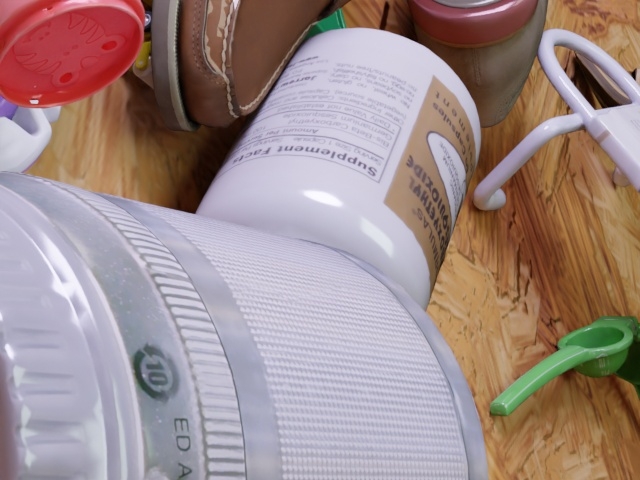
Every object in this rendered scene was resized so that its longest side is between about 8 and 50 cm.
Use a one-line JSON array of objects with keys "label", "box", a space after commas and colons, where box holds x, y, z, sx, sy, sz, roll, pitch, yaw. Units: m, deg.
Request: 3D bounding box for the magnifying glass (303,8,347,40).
[{"label": "magnifying glass", "box": [-0.004, -0.142, 1.026, 0.231, 0.026, 0.092, 62, 34, -14]}]

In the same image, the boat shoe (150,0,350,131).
[{"label": "boat shoe", "box": [-0.007, -0.183, 0.896, 0.111, 0.104, 0.307, 80, 22, -53]}]

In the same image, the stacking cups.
[{"label": "stacking cups", "box": [-0.159, -0.192, 0.635, 0.096, 0.096, 0.316, 16, 40, -54]}]

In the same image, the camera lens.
[{"label": "camera lens", "box": [-0.083, 0.094, 0.599, 0.274, 0.219, 0.219, 13, 64, -55]}]

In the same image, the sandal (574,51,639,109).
[{"label": "sandal", "box": [0.272, -0.111, 1.341, 0.180, 0.049, 0.072, 49, -7, 49]}]

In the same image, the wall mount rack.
[{"label": "wall mount rack", "box": [0.270, 0.003, 1.222, 0.350, 0.130, 0.304, 53, 32, 17]}]

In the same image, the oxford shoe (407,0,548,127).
[{"label": "oxford shoe", "box": [0.116, -0.229, 1.199, 0.130, 0.123, 0.348, 79, 19, -45]}]

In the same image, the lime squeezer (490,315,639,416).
[{"label": "lime squeezer", "box": [0.213, 0.107, 1.232, 0.310, 0.059, 0.110, 25, 87, -51]}]

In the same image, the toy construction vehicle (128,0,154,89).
[{"label": "toy construction vehicle", "box": [-0.107, -0.131, 0.854, 0.086, 0.035, 0.098, 32, 52, -61]}]

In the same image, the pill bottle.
[{"label": "pill bottle", "box": [0.000, 0.000, 0.858, 0.131, 0.131, 0.229, 55, 36, -26]}]

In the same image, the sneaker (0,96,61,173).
[{"label": "sneaker", "box": [-0.143, -0.131, 0.716, 0.236, 0.095, 0.104, -73, 149, -42]}]
